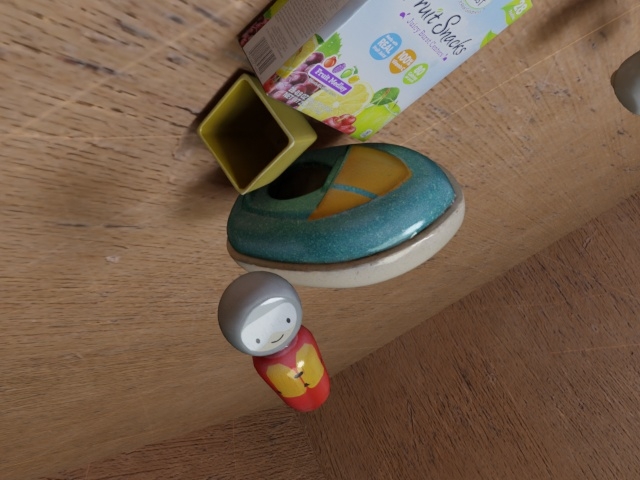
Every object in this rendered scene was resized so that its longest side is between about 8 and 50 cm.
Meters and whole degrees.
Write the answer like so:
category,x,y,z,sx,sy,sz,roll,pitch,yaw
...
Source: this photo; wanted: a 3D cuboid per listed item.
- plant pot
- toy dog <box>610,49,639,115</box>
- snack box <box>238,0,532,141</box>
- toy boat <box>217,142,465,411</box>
category,x,y,z,sx,sy,sz,roll,pitch,yaw
plant pot,-0.051,-0.105,0.554,0.081,0.081,0.083,-40,171,32
toy dog,0.454,-0.281,0.658,0.334,0.220,0.161,-20,-162,-9
snack box,0.062,-0.190,0.495,0.207,0.070,0.174,-38,158,24
toy boat,0.000,0.000,0.562,0.268,0.318,0.148,-5,132,25
